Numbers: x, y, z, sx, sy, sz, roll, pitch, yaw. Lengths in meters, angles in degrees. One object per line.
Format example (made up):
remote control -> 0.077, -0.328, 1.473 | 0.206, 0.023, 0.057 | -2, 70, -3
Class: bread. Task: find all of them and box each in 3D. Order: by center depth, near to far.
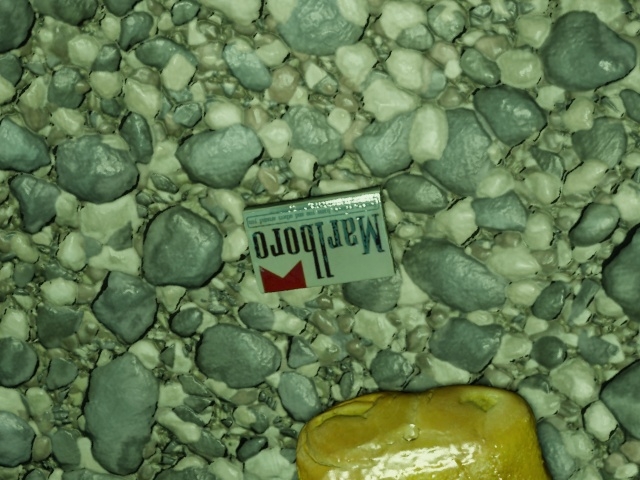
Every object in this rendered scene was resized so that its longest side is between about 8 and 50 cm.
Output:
bread -> 0.147, 0.360, 1.577 | 0.328, 0.148, 0.337 | -7, 110, 10

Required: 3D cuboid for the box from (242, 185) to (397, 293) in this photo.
box -> 0.000, 0.000, 1.520 | 0.177, 0.036, 0.115 | -8, 109, 10
